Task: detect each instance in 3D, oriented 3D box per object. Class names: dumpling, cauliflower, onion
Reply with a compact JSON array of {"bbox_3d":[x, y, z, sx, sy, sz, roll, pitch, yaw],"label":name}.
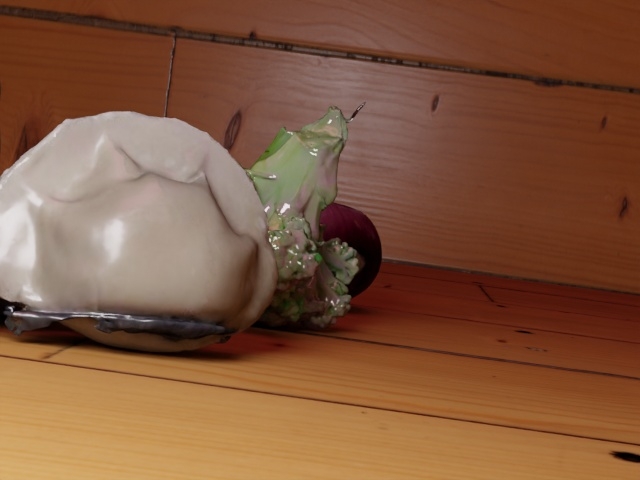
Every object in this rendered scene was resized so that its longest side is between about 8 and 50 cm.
[{"bbox_3d":[-0.162,0.002,1.255,0.293,0.204,0.163,13,16,-24],"label":"dumpling"},{"bbox_3d":[-0.049,-0.038,1.628,0.256,0.315,0.239,36,12,22],"label":"cauliflower"},{"bbox_3d":[-0.005,0.013,1.985,0.201,0.200,0.207,9,-27,33],"label":"onion"}]

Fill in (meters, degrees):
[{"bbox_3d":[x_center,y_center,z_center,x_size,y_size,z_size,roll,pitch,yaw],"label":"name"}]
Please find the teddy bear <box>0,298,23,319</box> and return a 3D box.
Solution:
[{"bbox_3d":[-0.267,0.009,1.400,0.171,0.144,0.251,7,2,-10],"label":"teddy bear"}]
